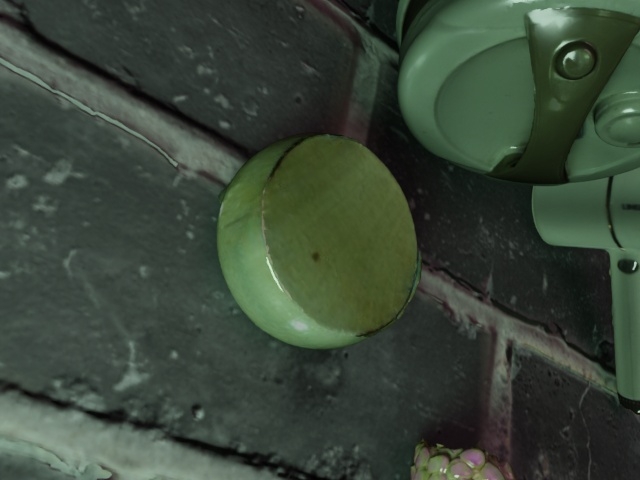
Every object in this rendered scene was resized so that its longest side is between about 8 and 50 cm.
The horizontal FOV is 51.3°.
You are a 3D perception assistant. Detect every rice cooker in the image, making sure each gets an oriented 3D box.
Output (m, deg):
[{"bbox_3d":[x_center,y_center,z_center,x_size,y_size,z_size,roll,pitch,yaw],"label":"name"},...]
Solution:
[{"bbox_3d":[0.240,-0.230,0.706,0.335,0.335,0.325,25,61,-31],"label":"rice cooker"}]

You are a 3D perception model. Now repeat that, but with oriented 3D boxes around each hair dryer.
[{"bbox_3d":[0.391,0.064,0.831,0.128,0.203,0.361,-19,107,-42],"label":"hair dryer"}]

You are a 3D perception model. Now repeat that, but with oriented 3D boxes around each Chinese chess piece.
[{"bbox_3d":[0.000,0.000,0.581,0.189,0.083,0.188,12,70,-38],"label":"Chinese chess piece"}]

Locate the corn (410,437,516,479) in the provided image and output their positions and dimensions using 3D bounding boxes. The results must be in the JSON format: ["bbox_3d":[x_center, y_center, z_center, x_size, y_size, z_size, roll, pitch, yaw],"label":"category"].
[{"bbox_3d":[0.119,0.330,0.531,0.127,0.127,0.335,28,50,-29],"label":"corn"}]
